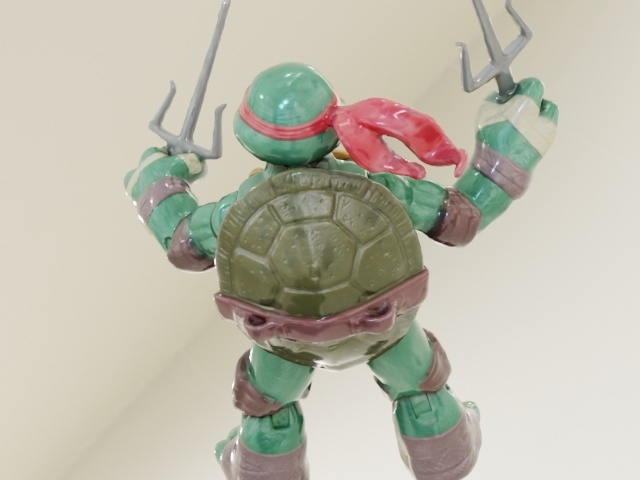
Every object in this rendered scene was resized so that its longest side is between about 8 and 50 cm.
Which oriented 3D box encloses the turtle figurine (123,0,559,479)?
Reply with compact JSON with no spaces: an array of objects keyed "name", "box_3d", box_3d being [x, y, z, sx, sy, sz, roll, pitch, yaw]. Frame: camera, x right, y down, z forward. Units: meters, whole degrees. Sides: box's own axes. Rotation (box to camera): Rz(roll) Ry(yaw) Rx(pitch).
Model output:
[{"name":"turtle figurine","box_3d":[0.000,0.000,0.583,0.175,0.118,0.234,3,-54,15]}]
